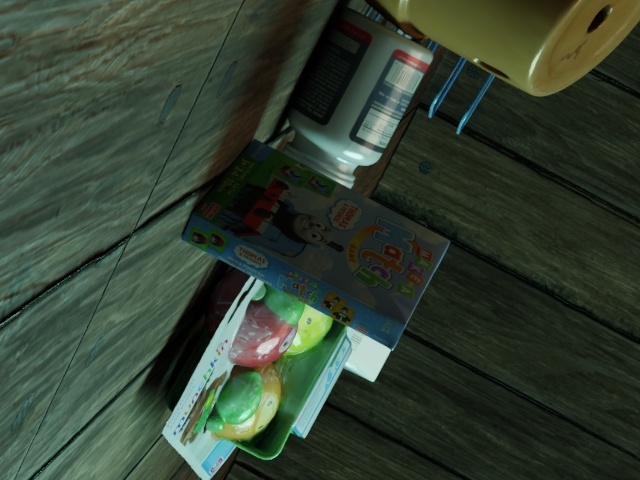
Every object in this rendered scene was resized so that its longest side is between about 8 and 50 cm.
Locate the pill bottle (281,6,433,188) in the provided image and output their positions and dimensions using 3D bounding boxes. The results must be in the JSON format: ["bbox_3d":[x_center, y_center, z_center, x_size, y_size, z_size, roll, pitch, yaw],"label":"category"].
[{"bbox_3d":[0.029,-0.138,1.728,0.180,0.108,0.108,-62,176,8],"label":"pill bottle"}]

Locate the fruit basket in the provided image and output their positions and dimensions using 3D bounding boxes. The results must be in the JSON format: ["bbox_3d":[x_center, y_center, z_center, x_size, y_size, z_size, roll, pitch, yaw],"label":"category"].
[{"bbox_3d":[-0.064,0.118,1.941,0.327,0.165,0.353,-61,173,-14],"label":"fruit basket"}]

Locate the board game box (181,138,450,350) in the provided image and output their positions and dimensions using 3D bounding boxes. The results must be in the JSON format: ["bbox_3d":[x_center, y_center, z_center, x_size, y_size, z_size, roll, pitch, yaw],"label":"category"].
[{"bbox_3d":[0.000,0.000,1.532,0.039,0.211,0.160,-64,176,33],"label":"board game box"}]

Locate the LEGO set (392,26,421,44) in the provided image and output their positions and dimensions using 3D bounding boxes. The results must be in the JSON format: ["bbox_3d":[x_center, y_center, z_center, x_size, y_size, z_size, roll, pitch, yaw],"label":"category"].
[{"bbox_3d":[0.061,-0.213,2.228,0.244,0.060,0.182,-50,175,-23],"label":"LEGO set"}]

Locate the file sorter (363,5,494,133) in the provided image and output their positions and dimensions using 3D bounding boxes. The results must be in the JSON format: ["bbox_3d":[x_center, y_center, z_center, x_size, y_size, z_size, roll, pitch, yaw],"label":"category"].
[{"bbox_3d":[0.121,-0.212,1.959,0.104,0.170,0.118,-59,176,-2],"label":"file sorter"}]

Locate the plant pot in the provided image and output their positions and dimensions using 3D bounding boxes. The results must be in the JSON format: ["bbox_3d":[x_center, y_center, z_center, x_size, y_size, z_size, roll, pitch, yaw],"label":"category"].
[{"bbox_3d":[0.210,-0.282,1.667,0.291,0.203,0.291,-39,161,-17],"label":"plant pot"}]

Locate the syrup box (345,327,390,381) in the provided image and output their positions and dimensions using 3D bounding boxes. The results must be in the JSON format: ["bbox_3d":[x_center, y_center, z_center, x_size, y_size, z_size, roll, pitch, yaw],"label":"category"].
[{"bbox_3d":[-0.002,0.100,2.236,0.237,0.096,0.093,21,-99,55],"label":"syrup box"}]
